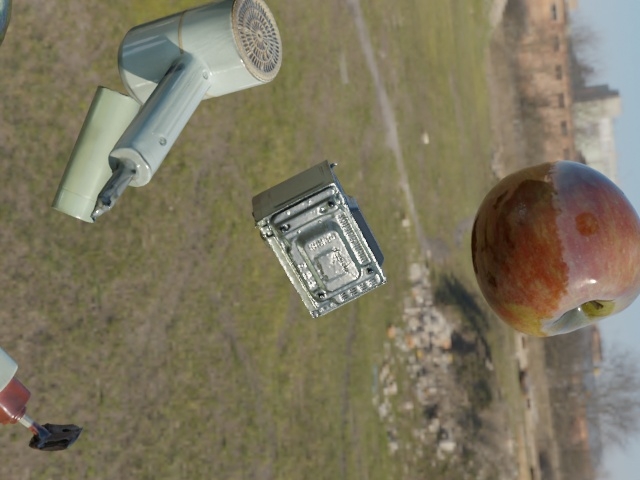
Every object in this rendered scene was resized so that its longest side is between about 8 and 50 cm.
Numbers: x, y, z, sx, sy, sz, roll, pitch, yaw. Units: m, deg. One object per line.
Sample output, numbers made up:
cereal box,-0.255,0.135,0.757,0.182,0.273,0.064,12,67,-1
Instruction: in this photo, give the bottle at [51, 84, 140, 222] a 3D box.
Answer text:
bottle,-0.344,-0.132,1.488,0.201,0.072,0.072,-68,165,-1

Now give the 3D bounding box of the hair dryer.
hair dryer,-0.176,-0.137,1.035,0.107,0.173,0.357,61,33,-30

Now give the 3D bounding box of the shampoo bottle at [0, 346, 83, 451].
shampoo bottle,-0.378,0.124,1.010,0.284,0.153,0.071,44,46,-17

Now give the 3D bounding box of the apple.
apple,0.262,0.008,1.075,0.188,0.188,0.173,60,15,-61

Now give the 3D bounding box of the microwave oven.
microwave oven,0.000,0.000,1.589,0.205,0.163,0.129,60,7,-24

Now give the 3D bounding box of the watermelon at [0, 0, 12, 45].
watermelon,-0.477,-0.264,1.070,0.269,0.269,0.269,-6,90,-77
